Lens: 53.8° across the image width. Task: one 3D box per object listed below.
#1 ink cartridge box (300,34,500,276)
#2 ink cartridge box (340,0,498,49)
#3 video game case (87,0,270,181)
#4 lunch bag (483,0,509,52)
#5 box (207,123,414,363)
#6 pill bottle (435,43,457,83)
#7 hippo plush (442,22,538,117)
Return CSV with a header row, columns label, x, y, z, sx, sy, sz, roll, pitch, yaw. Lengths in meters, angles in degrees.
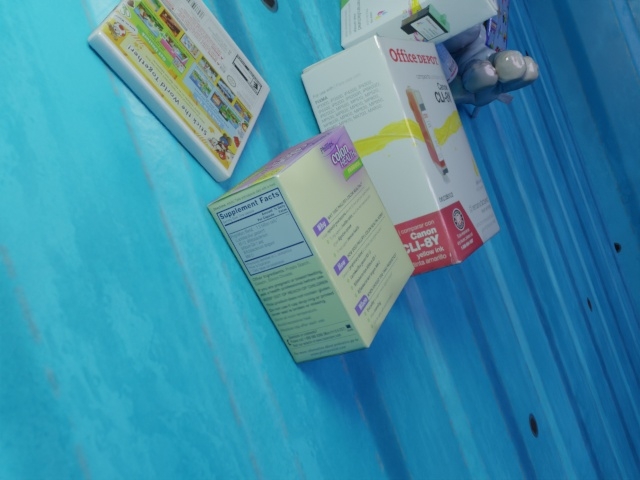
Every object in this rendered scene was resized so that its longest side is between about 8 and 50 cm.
label,x,y,z,sx,sy,sz,roll,pitch,yaw
ink cartridge box,0.152,-0.148,1.117,0.279,0.160,0.384,-23,93,-58
ink cartridge box,0.183,-0.478,1.227,0.117,0.278,0.201,33,47,-45
video game case,-0.165,-0.220,0.807,0.227,0.026,0.206,49,38,-31
lunch bag,0.558,-0.745,2.096,0.221,0.138,0.293,-2,85,-59
box,0.000,0.000,0.852,0.243,0.117,0.213,63,33,-14
pill bottle,0.250,-0.439,1.488,0.160,0.087,0.087,41,42,-38
hippo plush,0.416,-0.482,1.623,0.294,0.234,0.236,-4,78,-56
